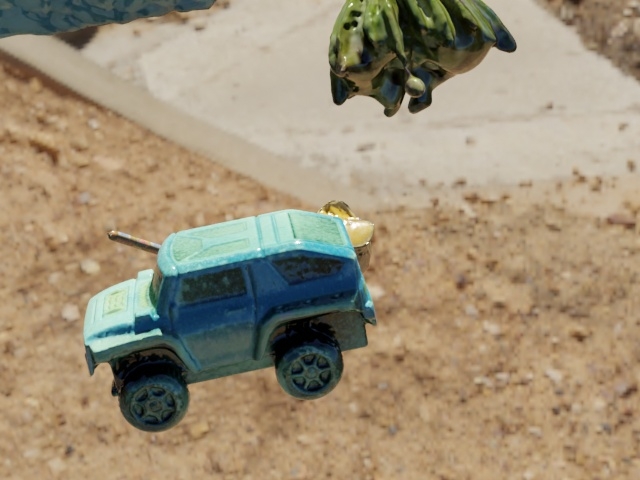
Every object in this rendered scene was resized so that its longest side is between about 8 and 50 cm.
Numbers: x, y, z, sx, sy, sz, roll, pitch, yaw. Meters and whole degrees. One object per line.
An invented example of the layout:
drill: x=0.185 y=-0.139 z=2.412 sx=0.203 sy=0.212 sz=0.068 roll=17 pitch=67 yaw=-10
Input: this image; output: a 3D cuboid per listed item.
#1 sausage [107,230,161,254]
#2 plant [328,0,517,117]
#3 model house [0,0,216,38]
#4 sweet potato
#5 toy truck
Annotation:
sausage: x=-0.244 y=0.005 z=1.760 sx=0.100 sy=0.015 sz=0.015 roll=20 pitch=26 yaw=-32
plant: x=0.088 y=-0.312 z=1.478 sx=0.180 sy=0.333 sz=0.251 roll=-13 pitch=-3 yaw=38
model house: x=-0.222 y=-0.294 z=0.906 sx=0.261 sy=0.241 sz=0.226 roll=-8 pitch=60 yaw=9
sweet potato: x=0.005 y=-0.005 z=1.663 sx=0.085 sy=0.112 sz=0.286 roll=-43 pitch=15 yaw=-8
toy truck: x=-0.090 y=0.072 z=1.265 sx=0.279 sy=0.156 sz=0.155 roll=-11 pitch=21 yaw=-2
